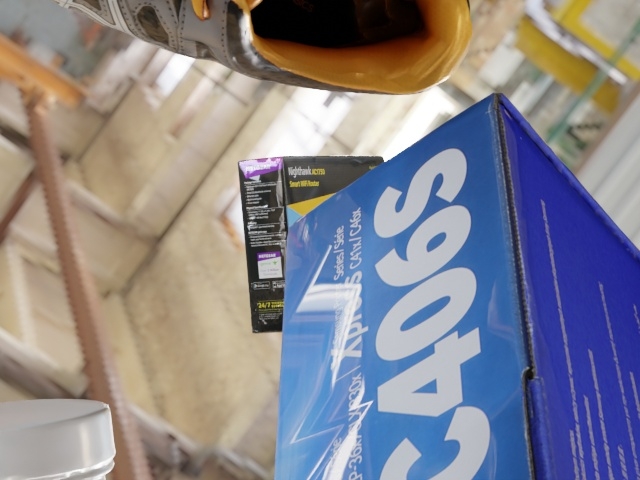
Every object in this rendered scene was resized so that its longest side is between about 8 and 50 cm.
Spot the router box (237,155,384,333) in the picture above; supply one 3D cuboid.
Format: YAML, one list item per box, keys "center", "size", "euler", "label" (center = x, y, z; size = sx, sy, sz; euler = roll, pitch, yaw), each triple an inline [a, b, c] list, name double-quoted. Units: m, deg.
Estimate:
- center: [0.000, 0.000, 1.331]
  size: [0.046, 0.133, 0.179]
  euler: [-5, -179, 27]
  label: "router box"

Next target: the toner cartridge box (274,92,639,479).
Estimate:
- center: [0.065, 0.133, 0.338]
  size: [0.165, 0.075, 0.348]
  euler: [44, -153, -27]
  label: "toner cartridge box"

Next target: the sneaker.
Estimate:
- center: [-0.046, -0.091, 0.435]
  size: [0.215, 0.084, 0.083]
  euler: [13, -166, -37]
  label: "sneaker"

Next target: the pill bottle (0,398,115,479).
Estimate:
- center: [-0.196, 0.281, 1.120]
  size: [0.188, 0.334, 0.188]
  euler: [-5, -177, 0]
  label: "pill bottle"
